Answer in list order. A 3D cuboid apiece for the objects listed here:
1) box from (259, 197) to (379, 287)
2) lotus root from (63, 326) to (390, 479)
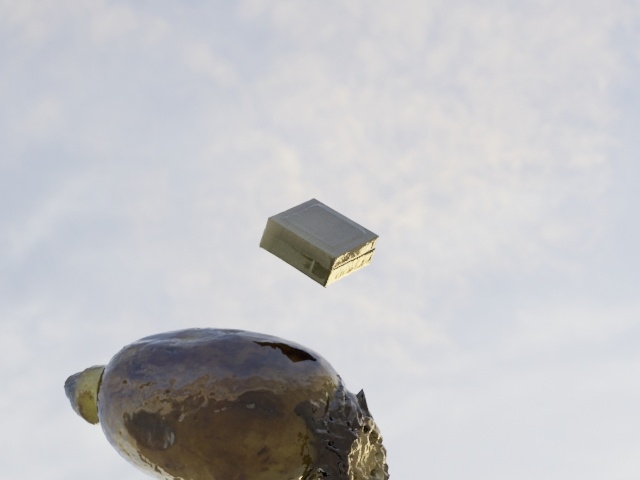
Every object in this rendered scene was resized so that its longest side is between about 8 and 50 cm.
[{"bbox_3d":[0.000,0.000,1.449,0.083,0.079,0.035,-23,-42,-53],"label":"box"},{"bbox_3d":[-0.089,0.148,1.386,0.314,0.169,0.141,9,-78,18],"label":"lotus root"}]
